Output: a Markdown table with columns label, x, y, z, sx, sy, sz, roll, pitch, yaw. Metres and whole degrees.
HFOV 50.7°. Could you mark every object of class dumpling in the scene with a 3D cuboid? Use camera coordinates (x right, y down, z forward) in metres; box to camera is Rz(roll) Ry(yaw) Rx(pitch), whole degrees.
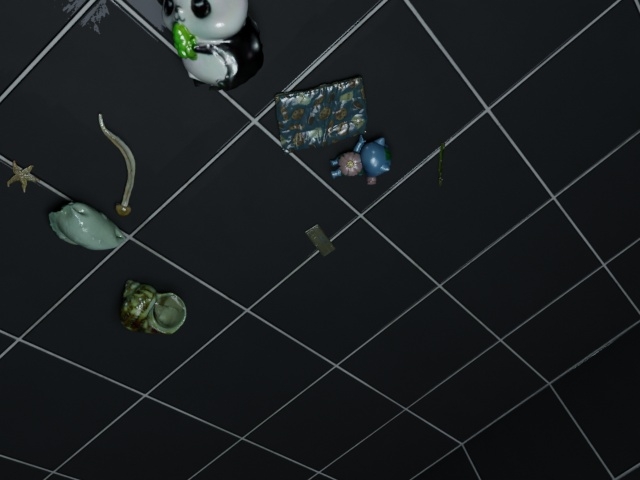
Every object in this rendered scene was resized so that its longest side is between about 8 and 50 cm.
| label | x | y | z | sx | sy | sz | roll | pitch | yaw |
| --- | --- | --- | --- | --- | --- | --- | --- | --- | --- |
| dumpling | -0.637 | -0.036 | 1.833 | 0.216 | 0.149 | 0.105 | 34 | 72 | -44 |

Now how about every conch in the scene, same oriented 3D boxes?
| label | x | y | z | sx | sy | sz | roll | pitch | yaw |
| --- | --- | --- | --- | --- | --- | --- | --- | --- | --- |
| conch | -0.521 | 0.201 | 2.049 | 0.187 | 0.124 | 0.182 | -31 | 127 | -26 |

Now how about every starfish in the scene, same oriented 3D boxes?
| label | x | y | z | sx | sy | sz | roll | pitch | yaw |
| --- | --- | --- | --- | --- | --- | --- | --- | --- | --- |
| starfish | -0.767 | -0.166 | 1.722 | 0.092 | 0.016 | 0.086 | -28 | 130 | 7 |

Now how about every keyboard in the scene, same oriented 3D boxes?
| label | x | y | z | sx | sy | sz | roll | pitch | yaw |
| --- | --- | --- | --- | --- | --- | --- | --- | --- | --- |
| keyboard | 0.000 | 0.000 | 2.141 | 0.049 | 0.015 | 0.129 | -35 | 131 | 3 |

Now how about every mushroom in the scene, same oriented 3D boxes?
| label | x | y | z | sx | sy | sz | roll | pitch | yaw |
| --- | --- | --- | --- | --- | --- | --- | --- | --- | --- |
| mushroom | -0.525 | -0.196 | 1.773 | 0.068 | 0.043 | 0.306 | -26 | 136 | -33 |

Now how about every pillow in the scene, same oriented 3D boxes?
| label | x | y | z | sx | sy | sz | roll | pitch | yaw |
| --- | --- | --- | --- | --- | --- | --- | --- | --- | --- |
| pillow | 0.007 | -0.341 | 1.846 | 0.255 | 0.034 | 0.189 | -16 | 132 | -7 |

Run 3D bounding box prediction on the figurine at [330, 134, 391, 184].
| label | x | y | z | sx | sy | sz | roll | pitch | yaw |
| --- | --- | --- | --- | --- | --- | --- | --- | --- | --- |
| figurine | 0.120 | -0.224 | 1.951 | 0.178 | 0.114 | 0.144 | -13 | 161 | 8 |

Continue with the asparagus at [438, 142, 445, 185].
| label | x | y | z | sx | sy | sz | roll | pitch | yaw |
| --- | --- | --- | --- | --- | --- | --- | --- | --- | --- |
| asparagus | 0.373 | -0.230 | 2.086 | 0.016 | 0.016 | 0.163 | -27 | 134 | -23 |

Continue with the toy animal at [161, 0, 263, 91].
| label | x | y | z | sx | sy | sz | roll | pitch | yaw |
| --- | --- | --- | --- | --- | --- | --- | --- | --- | --- |
| toy animal | -0.246 | -0.480 | 1.520 | 0.212 | 0.213 | 0.267 | -25 | 133 | 1 |
